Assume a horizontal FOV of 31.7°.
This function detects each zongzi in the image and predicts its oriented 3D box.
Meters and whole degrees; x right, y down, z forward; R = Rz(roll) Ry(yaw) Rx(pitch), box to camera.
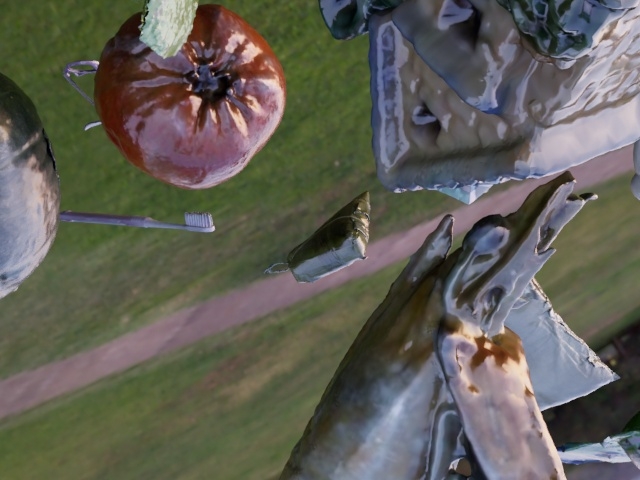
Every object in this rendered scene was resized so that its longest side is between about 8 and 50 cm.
[{"bbox_3d":[0.000,0.000,1.538,0.154,0.130,0.062,-26,122,25],"label":"zongzi"}]

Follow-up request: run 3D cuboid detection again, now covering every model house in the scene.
[{"bbox_3d":[0.153,-0.256,1.076,0.395,0.445,0.400,-26,155,-34],"label":"model house"}]

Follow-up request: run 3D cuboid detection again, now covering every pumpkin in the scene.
[{"bbox_3d":[-0.470,-0.074,1.394,0.257,0.292,0.327,-46,148,-55],"label":"pumpkin"}]

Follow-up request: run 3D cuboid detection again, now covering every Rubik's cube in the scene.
[{"bbox_3d":[0.195,-0.094,1.466,0.073,0.084,0.075,-38,156,-37],"label":"Rubik's cube"}]

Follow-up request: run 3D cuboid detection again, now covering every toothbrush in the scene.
[{"bbox_3d":[-0.307,-0.038,1.848,0.354,0.029,0.024,4,-163,37],"label":"toothbrush"}]

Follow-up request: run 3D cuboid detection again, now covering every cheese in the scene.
[{"bbox_3d":[0.358,0.210,1.150,0.204,0.083,0.320,16,156,-36],"label":"cheese"}]

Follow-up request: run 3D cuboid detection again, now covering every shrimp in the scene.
[{"bbox_3d":[0.076,0.114,0.604,0.317,0.168,0.077,-63,161,16],"label":"shrimp"}]

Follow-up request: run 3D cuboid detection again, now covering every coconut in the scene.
[{"bbox_3d":[-0.101,-0.180,0.668,0.055,0.158,0.133,-18,174,-4],"label":"coconut"}]

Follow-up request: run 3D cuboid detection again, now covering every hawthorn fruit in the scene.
[{"bbox_3d":[-0.180,-0.182,1.443,0.242,0.241,0.272,-23,-173,-21],"label":"hawthorn fruit"}]

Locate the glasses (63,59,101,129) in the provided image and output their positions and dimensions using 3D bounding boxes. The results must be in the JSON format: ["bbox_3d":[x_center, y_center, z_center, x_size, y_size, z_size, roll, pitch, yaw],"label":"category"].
[{"bbox_3d":[-0.309,-0.209,1.643,0.140,0.103,0.062,-5,173,12],"label":"glasses"}]

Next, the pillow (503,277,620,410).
[{"bbox_3d":[0.247,0.132,1.378,0.148,0.050,0.229,-24,124,31],"label":"pillow"}]

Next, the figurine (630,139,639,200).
[{"bbox_3d":[0.468,-0.109,1.307,0.236,0.127,0.155,-8,136,-48],"label":"figurine"}]
